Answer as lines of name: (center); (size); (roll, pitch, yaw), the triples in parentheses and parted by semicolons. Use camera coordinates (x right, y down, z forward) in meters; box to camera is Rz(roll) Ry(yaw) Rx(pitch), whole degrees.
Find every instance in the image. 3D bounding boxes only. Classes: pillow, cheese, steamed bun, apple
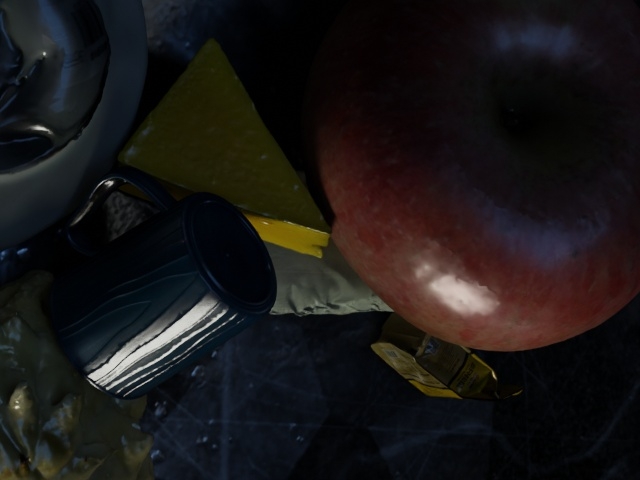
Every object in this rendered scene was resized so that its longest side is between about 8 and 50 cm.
pillow: (0.000, 0.000, 1.573); (0.229, 0.051, 0.128); (-1, 88, -34)
cheese: (-0.060, -0.050, 1.462); (0.171, 0.093, 0.126); (37, 73, 4)
steamed bun: (-0.245, 0.167, 1.398); (0.292, 0.137, 0.295); (25, 84, -30)
apple: (0.133, -0.074, 1.505); (0.345, 0.269, 0.344); (4, 74, -13)

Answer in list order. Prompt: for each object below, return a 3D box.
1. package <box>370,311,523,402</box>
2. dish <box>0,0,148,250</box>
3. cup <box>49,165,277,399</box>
package: (0.113, 0.116, 1.650); (0.131, 0.071, 0.047); (40, 70, -31)
dish: (-0.256, -0.139, 1.355); (0.324, 0.124, 0.324); (-4, 98, -32)
cup: (-0.127, 0.030, 1.390); (0.150, 0.138, 0.113); (41, 32, -29)
